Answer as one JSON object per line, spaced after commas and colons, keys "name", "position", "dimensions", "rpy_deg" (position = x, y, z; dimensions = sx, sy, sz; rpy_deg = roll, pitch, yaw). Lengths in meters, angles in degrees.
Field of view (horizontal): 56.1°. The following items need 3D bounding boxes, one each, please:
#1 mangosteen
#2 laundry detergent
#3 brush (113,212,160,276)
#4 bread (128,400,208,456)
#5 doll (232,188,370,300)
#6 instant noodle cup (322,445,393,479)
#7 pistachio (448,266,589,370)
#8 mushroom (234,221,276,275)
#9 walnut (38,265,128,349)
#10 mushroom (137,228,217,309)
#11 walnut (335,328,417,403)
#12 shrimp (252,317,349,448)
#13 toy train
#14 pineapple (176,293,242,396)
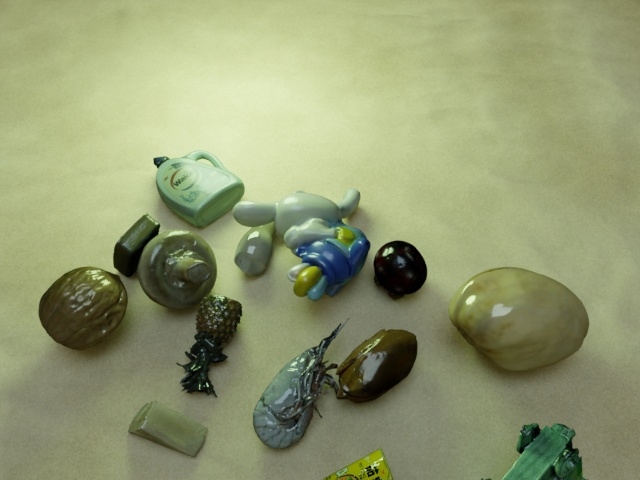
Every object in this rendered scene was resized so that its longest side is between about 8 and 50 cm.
{"name": "mangosteen", "position": [0.200, 0.078, 1.564], "dimensions": [0.152, 0.152, 0.152], "rpy_deg": [-1, 54, 1]}
{"name": "laundry detergent", "position": [-0.381, -0.180, 1.776], "dimensions": [0.215, 0.105, 0.280], "rpy_deg": [-39, 61, -23]}
{"name": "brush", "position": [-0.482, 0.016, 1.582], "dimensions": [0.059, 0.197, 0.123], "rpy_deg": [38, 62, -1]}
{"name": "bread", "position": [-0.350, 0.436, 1.382], "dimensions": [0.152, 0.105, 0.077], "rpy_deg": [35, 56, -13]}
{"name": "doll", "position": [0.000, 0.006, 1.585], "dimensions": [0.376, 0.187, 0.365], "rpy_deg": [-20, 54, -15]}
{"name": "instant noodle cup", "position": [0.089, 0.531, 1.220], "dimensions": [0.144, 0.182, 0.182], "rpy_deg": [-19, 56, -2]}
{"name": "pistachio", "position": [0.460, 0.185, 1.424], "dimensions": [0.321, 0.229, 0.238], "rpy_deg": [10, 97, -7]}
{"name": "mushroom", "position": [-0.168, 0.004, 1.647], "dimensions": [0.097, 0.088, 0.212], "rpy_deg": [15, 49, 15]}
{"name": "walnut", "position": [-0.577, 0.161, 1.479], "dimensions": [0.213, 0.213, 0.213], "rpy_deg": [-1, 54, 1]}
{"name": "mushroom", "position": [-0.346, 0.073, 1.515], "dimensions": [0.207, 0.207, 0.215], "rpy_deg": [-45, 22, -26]}
{"name": "walnut", "position": [0.134, 0.293, 1.405], "dimensions": [0.137, 0.137, 0.245], "rpy_deg": [38, 64, 25]}
{"name": "shrimp", "position": [-0.026, 0.326, 1.397], "dimensions": [0.145, 0.116, 0.343], "rpy_deg": [28, 67, 19]}
{"name": "toy train", "position": [0.416, 0.508, 1.207], "dimensions": [0.301, 0.202, 0.120], "rpy_deg": [-40, 39, -24]}
{"name": "pineapple", "position": [-0.275, 0.254, 1.470], "dimensions": [0.125, 0.125, 0.251], "rpy_deg": [11, 65, 9]}
